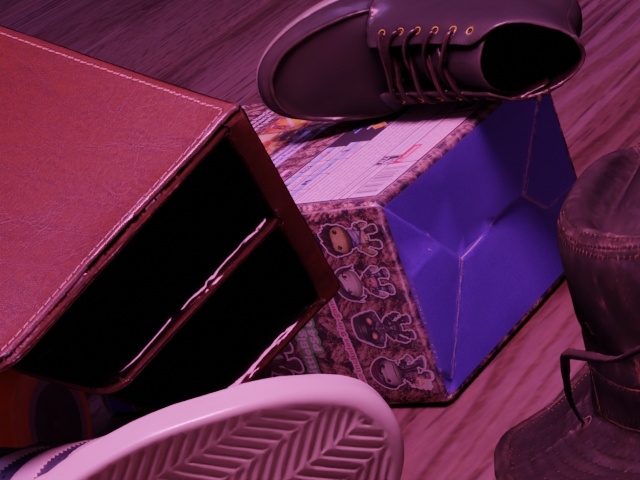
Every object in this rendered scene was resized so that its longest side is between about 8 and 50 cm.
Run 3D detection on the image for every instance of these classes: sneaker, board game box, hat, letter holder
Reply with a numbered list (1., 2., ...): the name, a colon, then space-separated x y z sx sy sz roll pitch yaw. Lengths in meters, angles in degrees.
1. sneaker: 0.061 -0.121 1.236 0.222 0.083 0.118 -16 19 8
2. board game box: 0.000 0.000 1.313 0.291 0.141 0.232 -5 23 38
3. hat: 0.197 0.010 0.984 0.331 0.134 0.331 -30 8 5
4. letter holder: -0.183 0.010 1.128 0.302 0.152 0.214 21 60 43
5. sneaker: -0.129 0.148 1.040 0.350 0.131 0.148 -22 23 -5

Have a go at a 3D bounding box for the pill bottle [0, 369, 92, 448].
1. pill bottle: -0.270 0.134 1.228 0.246 0.130 0.130 -11 20 25
